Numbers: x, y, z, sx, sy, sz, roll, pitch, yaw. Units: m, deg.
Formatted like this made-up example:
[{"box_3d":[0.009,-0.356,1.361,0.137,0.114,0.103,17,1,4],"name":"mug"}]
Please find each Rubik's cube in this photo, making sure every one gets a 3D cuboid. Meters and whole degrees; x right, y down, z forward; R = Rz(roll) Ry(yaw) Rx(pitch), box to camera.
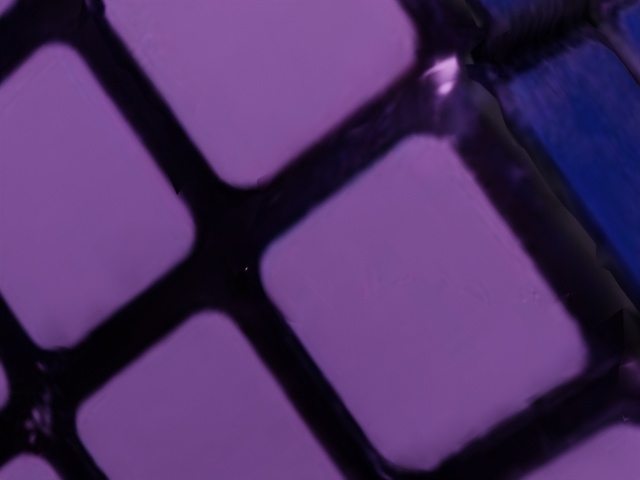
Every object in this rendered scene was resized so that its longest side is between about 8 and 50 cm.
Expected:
[{"box_3d":[0.000,0.000,0.665,0.337,0.344,0.344,55,31,5],"name":"Rubik's cube"}]
